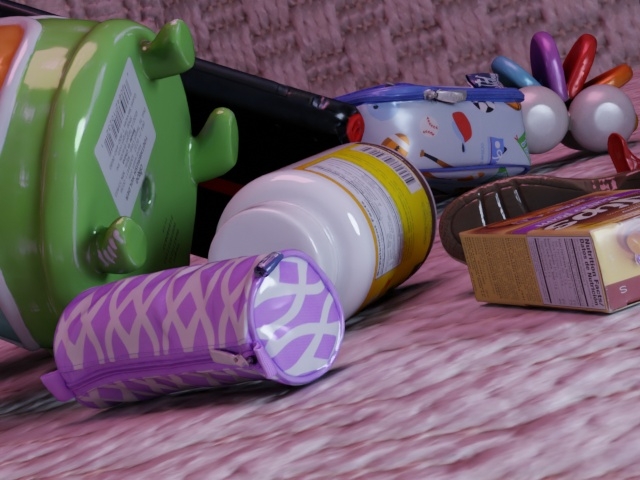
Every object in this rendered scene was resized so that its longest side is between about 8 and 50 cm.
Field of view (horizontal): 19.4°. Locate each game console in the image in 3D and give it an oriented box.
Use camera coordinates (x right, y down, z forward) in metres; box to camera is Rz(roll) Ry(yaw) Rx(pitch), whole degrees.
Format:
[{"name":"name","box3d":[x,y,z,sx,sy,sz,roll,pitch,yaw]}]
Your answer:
[{"name":"game console","box3d":[-0.163,-0.092,1.576,0.386,0.060,0.342,16,-24,1]}]

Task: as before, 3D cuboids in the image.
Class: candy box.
[{"name":"candy box","box3d":[0.175,0.003,1.155,0.109,0.053,0.186,-17,7,-19]}]

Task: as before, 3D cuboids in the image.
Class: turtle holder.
[{"name":"turtle holder","box3d":[-0.194,-0.036,1.380,0.227,0.243,0.320,5,-6,14]}]

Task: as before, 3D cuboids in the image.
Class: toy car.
[{"name":"toy car","box3d":[0.265,-0.166,2.100,0.182,0.136,0.159,-2,5,-6]}]

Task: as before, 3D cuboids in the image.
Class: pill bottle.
[{"name":"pill bottle","box3d":[0.000,0.000,1.335,0.117,0.117,0.215,-13,6,23]}]

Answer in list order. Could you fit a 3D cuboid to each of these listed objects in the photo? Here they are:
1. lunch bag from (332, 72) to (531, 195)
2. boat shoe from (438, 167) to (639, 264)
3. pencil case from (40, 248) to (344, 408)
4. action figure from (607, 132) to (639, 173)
[{"name":"lunch bag","box3d":[0.064,-0.105,2.011,0.243,0.115,0.303,-2,-5,-37]},{"name":"boat shoe","box3d":[0.178,-0.012,1.301,0.190,0.068,0.072,-5,-6,5]},{"name":"pencil case","box3d":[-0.079,0.060,1.161,0.206,0.086,0.088,-12,35,45]},{"name":"action figure","box3d":[0.373,-0.150,1.768,0.091,0.139,0.280,-10,5,44]}]
